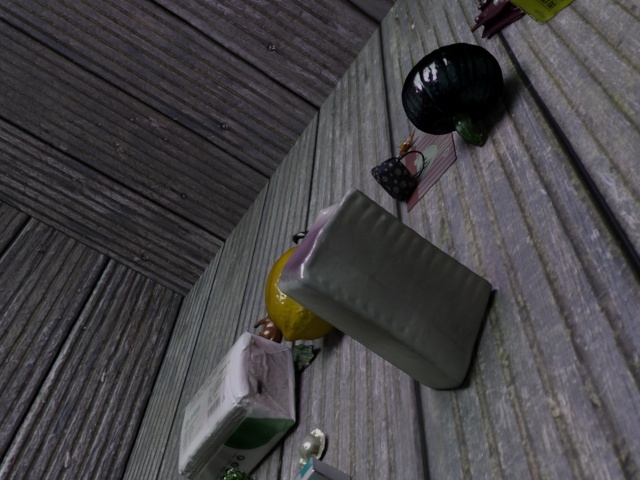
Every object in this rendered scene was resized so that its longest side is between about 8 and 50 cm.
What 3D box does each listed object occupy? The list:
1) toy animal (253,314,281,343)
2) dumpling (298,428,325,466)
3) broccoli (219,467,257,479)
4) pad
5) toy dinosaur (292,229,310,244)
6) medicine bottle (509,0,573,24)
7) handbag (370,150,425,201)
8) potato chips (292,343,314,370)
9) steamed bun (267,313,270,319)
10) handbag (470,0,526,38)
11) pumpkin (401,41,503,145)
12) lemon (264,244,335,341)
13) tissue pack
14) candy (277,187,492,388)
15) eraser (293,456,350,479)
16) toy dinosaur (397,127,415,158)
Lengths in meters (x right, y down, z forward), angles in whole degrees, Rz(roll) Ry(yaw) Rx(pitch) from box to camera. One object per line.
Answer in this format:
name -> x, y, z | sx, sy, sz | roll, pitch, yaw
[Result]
toy animal -> -0.137, 0.241, 2.324 | 0.230, 0.066, 0.224 | -40, 28, 35
dumpling -> -0.015, 0.465, 1.601 | 0.076, 0.057, 0.052 | -40, -39, -39
broccoli -> -0.158, 0.612, 1.595 | 0.194, 0.194, 0.220 | -48, -4, 37
pad -> 0.292, -0.224, 1.949 | 0.202, 0.005, 0.299 | -50, 18, 32
toy dinosaur -> 0.000, 0.000, 2.435 | 0.179, 0.087, 0.187 | -21, 40, 3
medicine bottle -> 0.552, -0.639, 1.650 | 0.250, 0.137, 0.141 | -32, 32, 59
handbag -> 0.220, -0.186, 1.918 | 0.139, 0.115, 0.072 | -42, 13, 5
potato chips -> -0.061, 0.330, 2.006 | 0.092, 0.028, 0.207 | -65, 15, -15
steamed bun -> -0.070, 0.182, 2.082 | 0.106, 0.145, 0.175 | -27, 40, 36
handbag -> 0.511, -0.676, 1.963 | 0.203, 0.074, 0.216 | -63, 16, -15
pumpkin -> 0.324, -0.332, 1.705 | 0.248, 0.248, 0.248 | -53, 17, 24
lemon -> -0.032, 0.134, 1.899 | 0.236, 0.236, 0.263 | -45, 48, 43
tissue pack -> -0.221, 0.461, 1.938 | 0.356, 0.194, 0.266 | -52, 24, 28
candy -> 0.120, 0.091, 1.276 | 0.145, 0.359, 0.208 | -31, 28, 60
eraser -> -0.038, 0.539, 1.422 | 0.225, 0.096, 0.052 | -56, 16, 13
toy dinosaur -> 0.256, -0.291, 2.140 | 0.041, 0.026, 0.113 | -98, 32, -56
